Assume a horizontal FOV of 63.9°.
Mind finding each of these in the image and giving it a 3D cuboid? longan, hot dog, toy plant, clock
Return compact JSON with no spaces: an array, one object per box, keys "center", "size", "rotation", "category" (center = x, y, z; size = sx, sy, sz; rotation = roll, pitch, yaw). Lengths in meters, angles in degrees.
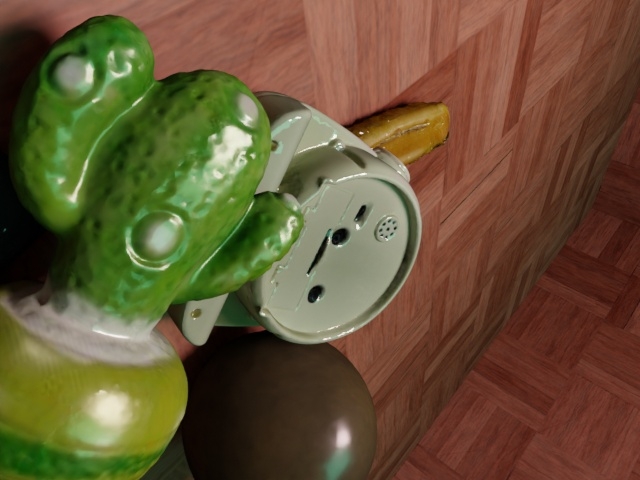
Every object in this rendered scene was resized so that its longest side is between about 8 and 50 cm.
[{"center":[-0.051,0.240,0.659],"size":[0.258,0.258,0.258],"rotation":[-36,142,-34],"category":"longan"},{"center":[0.086,-0.138,0.724],"size":[0.289,0.068,0.083],"rotation":[-25,115,-38],"category":"hot dog"},{"center":[-0.139,0.017,0.383],"size":[0.224,0.184,0.316],"rotation":[26,94,-32],"category":"toy plant"},{"center":[0.000,0.000,0.593],"size":[0.324,0.108,0.265],"rotation":[14,106,-40],"category":"clock"}]

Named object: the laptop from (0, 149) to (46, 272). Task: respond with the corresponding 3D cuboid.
[{"center":[-0.283,0.006,0.353],"size":[0.180,0.016,0.129],"rotation":[-49,148,-16],"category":"laptop"}]
